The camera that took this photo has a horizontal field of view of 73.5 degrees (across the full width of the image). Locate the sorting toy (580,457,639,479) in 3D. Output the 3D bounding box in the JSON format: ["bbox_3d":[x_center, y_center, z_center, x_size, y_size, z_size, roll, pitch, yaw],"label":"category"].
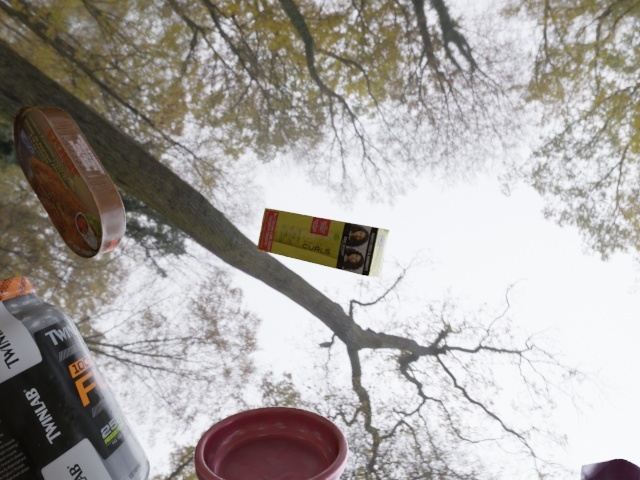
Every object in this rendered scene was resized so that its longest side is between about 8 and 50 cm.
[{"bbox_3d":[0.440,0.369,0.418,0.365,0.127,0.126,27,-132,13],"label":"sorting toy"}]

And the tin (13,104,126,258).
[{"bbox_3d":[-0.291,-0.069,0.496,0.106,0.040,0.190,-38,-97,41],"label":"tin"}]

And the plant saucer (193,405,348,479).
[{"bbox_3d":[-0.106,0.479,0.941,0.332,0.332,0.084,5,-84,33],"label":"plant saucer"}]

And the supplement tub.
[{"bbox_3d":[-0.371,0.217,0.534,0.193,0.193,0.316,-25,-85,18],"label":"supplement tub"}]

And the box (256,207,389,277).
[{"bbox_3d":[0.000,0.000,0.762,0.232,0.058,0.087,13,-88,29],"label":"box"}]
